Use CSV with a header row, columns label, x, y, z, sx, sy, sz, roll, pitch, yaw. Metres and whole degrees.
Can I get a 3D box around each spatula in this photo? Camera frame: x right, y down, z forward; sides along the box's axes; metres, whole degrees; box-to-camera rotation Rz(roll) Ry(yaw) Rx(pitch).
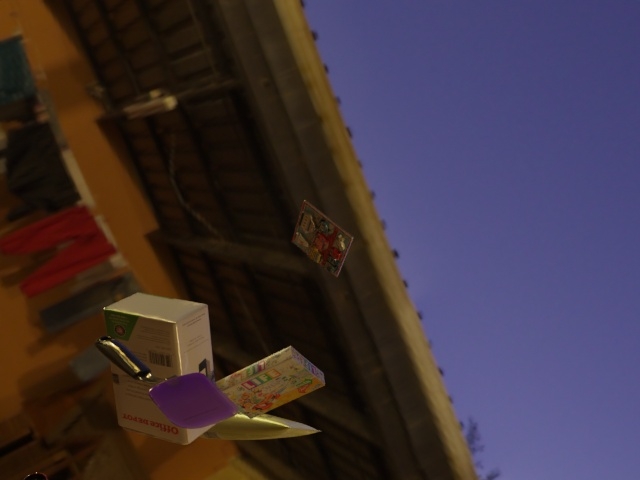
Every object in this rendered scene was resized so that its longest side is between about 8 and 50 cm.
label,x,y,z,sx,sy,sz,roll,pitch,yaw
spatula,-0.218,0.173,1.230,0.296,0.084,0.030,17,-64,49

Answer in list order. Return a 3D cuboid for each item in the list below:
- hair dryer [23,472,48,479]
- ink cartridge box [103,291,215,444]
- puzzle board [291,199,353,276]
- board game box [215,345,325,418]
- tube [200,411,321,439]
label,x,y,z,sx,sy,sz,roll,pitch,yaw
hair dryer,-0.340,0.453,1.416,0.223,0.080,0.293,-29,-73,36
ink cartridge box,-0.266,0.212,1.608,0.160,0.092,0.219,8,-69,31
puzzle board,0.000,0.000,1.516,0.096,0.011,0.128,37,-31,11
board game box,-0.084,0.240,1.608,0.103,0.154,0.026,45,26,-42
tube,-0.121,0.334,1.735,0.240,0.070,0.062,-3,-63,35
